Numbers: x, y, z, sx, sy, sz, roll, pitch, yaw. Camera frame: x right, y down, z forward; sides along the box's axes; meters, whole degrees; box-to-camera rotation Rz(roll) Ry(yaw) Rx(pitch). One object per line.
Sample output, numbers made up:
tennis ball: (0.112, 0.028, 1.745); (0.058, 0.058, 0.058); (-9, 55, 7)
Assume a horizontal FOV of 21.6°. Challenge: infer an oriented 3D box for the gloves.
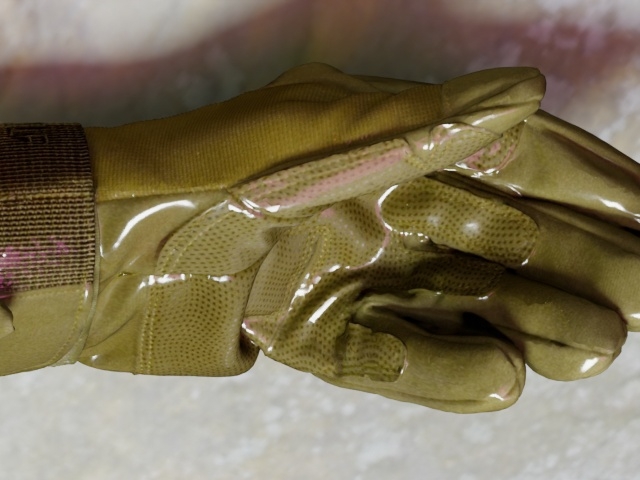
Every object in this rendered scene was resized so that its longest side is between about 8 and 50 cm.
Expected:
gloves: (-0.004, -0.003, 0.751); (0.331, 0.141, 0.154); (-3, 96, -6)
